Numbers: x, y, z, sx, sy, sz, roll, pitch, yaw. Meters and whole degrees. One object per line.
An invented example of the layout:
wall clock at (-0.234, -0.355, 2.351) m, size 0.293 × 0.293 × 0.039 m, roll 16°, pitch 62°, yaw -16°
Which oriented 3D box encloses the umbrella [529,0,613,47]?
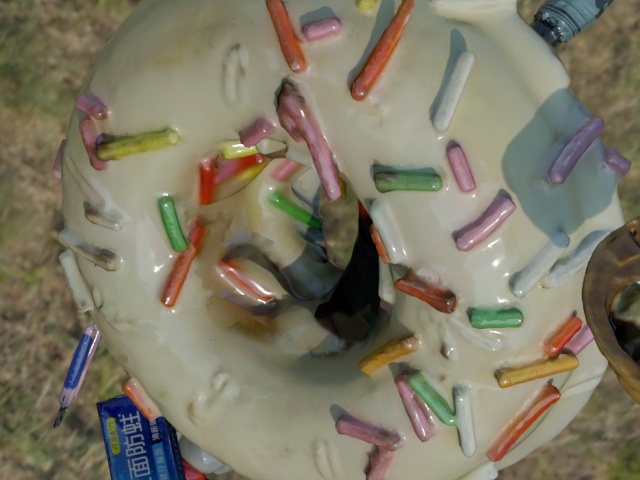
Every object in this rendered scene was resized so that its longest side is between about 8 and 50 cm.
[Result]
umbrella at (0.264, -0.247, 1.619) m, size 0.250 × 0.053 × 0.052 m, roll -44°, pitch 102°, yaw -18°

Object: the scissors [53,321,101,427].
scissors at (-0.221, 0.122, 1.473) m, size 0.012 × 0.113 × 0.039 m, roll 24°, pitch 17°, yaw 4°

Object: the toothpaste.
toothpaste at (-0.141, 0.300, 1.489) m, size 0.066 × 0.076 × 0.320 m, roll -14°, pitch 74°, yaw 0°

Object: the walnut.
walnut at (0.168, 0.046, 0.758) m, size 0.091 × 0.052 × 0.121 m, roll -10°, pitch 46°, yaw -8°

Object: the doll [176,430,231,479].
doll at (-0.115, 0.204, 1.599) m, size 0.094 × 0.079 × 0.180 m, roll 38°, pitch 70°, yaw -13°

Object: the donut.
donut at (0.000, 0.000, 0.978) m, size 0.382 × 0.382 × 0.142 m, roll 49°, pitch 41°, yaw 3°
